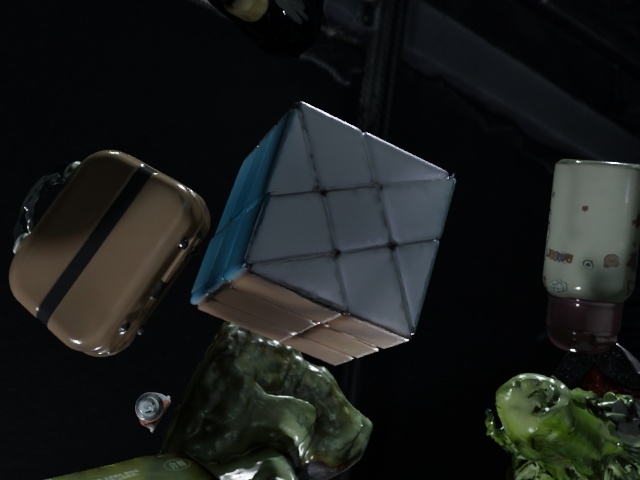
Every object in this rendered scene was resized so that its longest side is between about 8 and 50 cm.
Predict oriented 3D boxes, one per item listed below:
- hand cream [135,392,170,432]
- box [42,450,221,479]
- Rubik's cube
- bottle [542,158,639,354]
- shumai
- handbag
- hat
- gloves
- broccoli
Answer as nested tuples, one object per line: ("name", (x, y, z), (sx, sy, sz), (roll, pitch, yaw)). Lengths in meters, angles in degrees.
("hand cream", (-0.234, 0.240, 1.268), (0.052, 0.216, 0.038), (-34, -99, -11))
("box", (-0.369, 0.552, 1.392), (0.420, 0.138, 0.373), (-4, -73, -39))
("Rubik's cube", (0.000, 0.000, 1.110), (0.221, 0.224, 0.231), (24, -113, -15))
("bottle", (0.327, 0.020, 1.094), (0.110, 0.110, 0.233), (-1, -82, -43))
("shumai", (-0.083, 0.328, 1.665), (0.348, 0.395, 0.395), (23, -115, 4))
("handbag", (-0.352, -0.001, 1.407), (0.302, 0.283, 0.149), (-55, -12, -1))
("hat", (0.373, 0.166, 1.162), (0.128, 0.140, 0.227), (12, -113, -29))
("gloves", (-0.062, -0.309, 1.010), (0.152, 0.301, 0.197), (9, -104, -2))
("broccoli", (0.224, 0.189, 0.823), (0.304, 0.165, 0.146), (47, -150, -53))
